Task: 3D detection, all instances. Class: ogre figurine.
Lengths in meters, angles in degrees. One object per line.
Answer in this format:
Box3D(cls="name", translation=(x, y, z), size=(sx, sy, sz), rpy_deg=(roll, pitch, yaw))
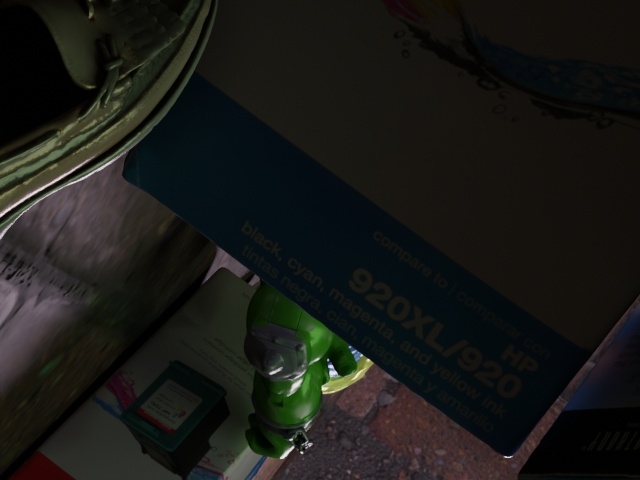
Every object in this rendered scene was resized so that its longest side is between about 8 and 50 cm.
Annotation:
Box3D(cls="ogre figurine", translation=(0.000, 0.000, 0.761), size=(0.197, 0.097, 0.118), rpy_deg=(-55, 173, -4))

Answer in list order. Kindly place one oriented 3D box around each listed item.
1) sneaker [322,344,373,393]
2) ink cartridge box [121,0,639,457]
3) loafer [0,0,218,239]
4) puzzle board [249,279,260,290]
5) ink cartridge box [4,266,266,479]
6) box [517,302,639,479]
Box3D(cls="sneaker", translation=(0.065, 0.028, 1.382), size=(0.240, 0.091, 0.126), rpy_deg=(-51, 172, -11))
Box3D(cls="ink cartridge box", translation=(0.082, -0.087, 0.566), size=(0.232, 0.168, 0.171), rpy_deg=(-58, 171, 29))
Box3D(cls="loafer", translation=(-0.067, -0.034, 0.373), size=(0.125, 0.045, 0.039), rpy_deg=(-47, 165, -24))
Box3D(cls="puzzle board", translation=(-0.080, 0.081, 1.006), size=(0.128, 0.011, 0.096), rpy_deg=(-57, 171, 25))
Box3D(cls="ink cartridge box", translation=(-0.101, 0.132, 0.830), size=(0.231, 0.078, 0.134), rpy_deg=(-46, 171, -42))
Box3D(cls="box", translation=(0.176, 0.013, 0.562), size=(0.244, 0.060, 0.100), rpy_deg=(-49, -160, -29))
